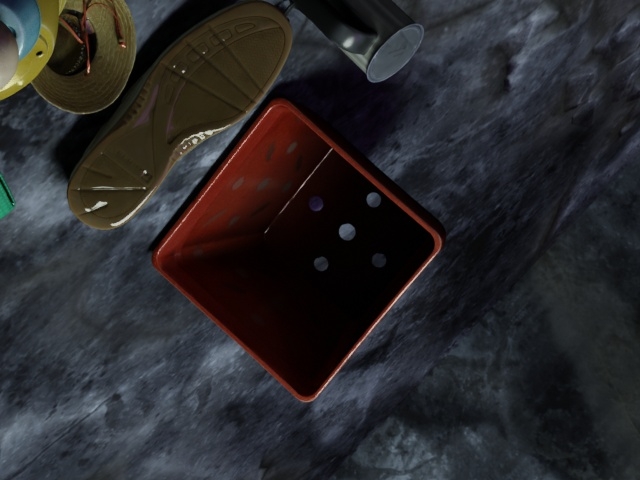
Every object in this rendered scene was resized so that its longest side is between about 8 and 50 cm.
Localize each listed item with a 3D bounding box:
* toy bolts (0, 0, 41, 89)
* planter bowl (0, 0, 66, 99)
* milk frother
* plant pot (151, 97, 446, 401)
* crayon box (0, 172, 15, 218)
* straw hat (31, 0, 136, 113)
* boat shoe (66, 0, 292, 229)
[{"bbox_3d":[-0.322,-0.163,1.386,0.228,0.158,0.218,18,120,-18],"label":"toy bolts"},{"bbox_3d":[-0.285,-0.172,1.557,0.217,0.090,0.217,-24,157,-11],"label":"planter bowl"},{"bbox_3d":[0.014,-0.221,2.101,0.129,0.135,0.143,-23,150,-43],"label":"milk frother"},{"bbox_3d":[0.000,0.000,2.359,0.267,0.267,0.236,-51,171,16],"label":"plant pot"},{"bbox_3d":[-0.425,-0.013,1.637,0.278,0.165,0.081,-40,159,-12],"label":"crayon box"},{"bbox_3d":[-0.245,-0.183,1.787,0.061,0.144,0.144,-8,-169,46],"label":"straw hat"},{"bbox_3d":[-0.155,-0.141,2.012,0.302,0.109,0.098,-47,-161,5],"label":"boat shoe"}]
